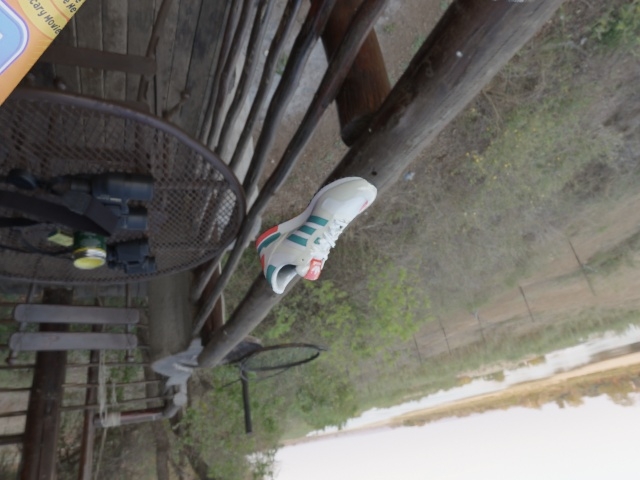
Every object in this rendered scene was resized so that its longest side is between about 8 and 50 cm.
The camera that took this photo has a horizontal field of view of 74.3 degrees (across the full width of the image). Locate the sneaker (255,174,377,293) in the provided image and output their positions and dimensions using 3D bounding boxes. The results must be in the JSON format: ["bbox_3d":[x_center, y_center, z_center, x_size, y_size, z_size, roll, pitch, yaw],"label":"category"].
[{"bbox_3d":[0.000,0.000,0.447,0.161,0.075,0.057,-32,146,25],"label":"sneaker"}]

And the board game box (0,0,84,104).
[{"bbox_3d":[-0.505,-0.257,0.308,0.356,0.356,0.356,-49,-179,2],"label":"board game box"}]
